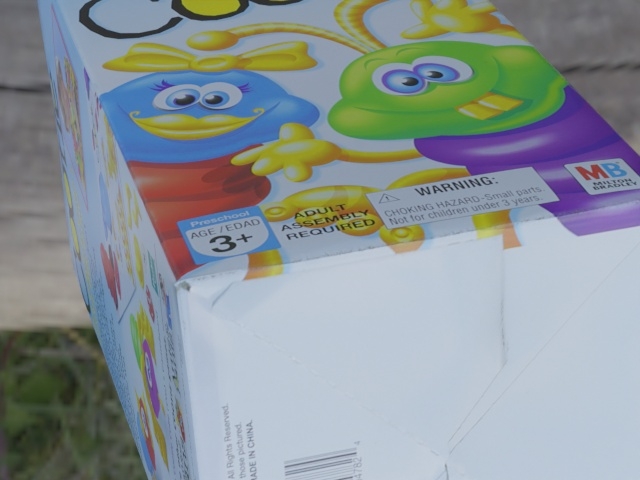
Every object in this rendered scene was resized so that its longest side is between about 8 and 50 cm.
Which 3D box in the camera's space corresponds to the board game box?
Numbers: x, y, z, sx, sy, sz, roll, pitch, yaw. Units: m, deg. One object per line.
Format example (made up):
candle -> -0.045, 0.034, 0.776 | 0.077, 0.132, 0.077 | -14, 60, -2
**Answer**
board game box -> 0.000, 0.000, 0.662 | 0.142, 0.275, 0.144 | -10, 119, -12
